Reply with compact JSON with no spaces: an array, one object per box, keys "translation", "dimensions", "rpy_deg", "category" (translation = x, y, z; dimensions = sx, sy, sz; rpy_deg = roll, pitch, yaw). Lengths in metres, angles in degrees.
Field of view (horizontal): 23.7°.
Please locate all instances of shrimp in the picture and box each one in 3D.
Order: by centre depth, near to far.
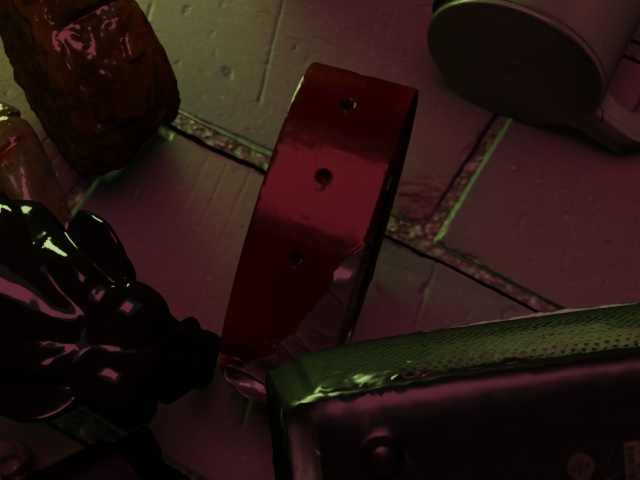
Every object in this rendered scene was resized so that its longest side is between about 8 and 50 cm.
[{"translation":[-0.319,-0.029,1.527],"dimensions":[0.145,0.061,0.267],"rpy_deg":[-36,74,-5],"category":"shrimp"}]

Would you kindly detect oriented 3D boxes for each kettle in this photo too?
[{"translation":[0.276,-0.282,1.620],"dimensions":[0.205,0.265,0.318],"rpy_deg":[6,57,38],"category":"kettle"}]

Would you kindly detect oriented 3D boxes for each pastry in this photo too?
[{"translation":[-0.243,-0.186,1.514],"dimensions":[0.132,0.235,0.240],"rpy_deg":[-36,59,-14],"category":"pastry"}]

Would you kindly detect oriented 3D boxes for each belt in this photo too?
[{"translation":[0.000,0.000,1.428],"dimensions":[0.115,0.227,0.324],"rpy_deg":[16,82,7],"category":"belt"}]

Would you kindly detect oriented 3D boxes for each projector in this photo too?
[{"translation":[0.179,0.265,1.198],"dimensions":[0.405,0.242,0.395],"rpy_deg":[-6,94,-5],"category":"projector"}]

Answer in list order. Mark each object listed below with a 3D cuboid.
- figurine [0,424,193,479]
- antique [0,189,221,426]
[{"translation":[-0.223,0.281,1.319],"dimensions":[0.308,0.143,0.308],"rpy_deg":[0,65,0],"category":"figurine"},{"translation":[-0.248,0.064,1.344],"dimensions":[0.322,0.255,0.185],"rpy_deg":[20,82,1],"category":"antique"}]
